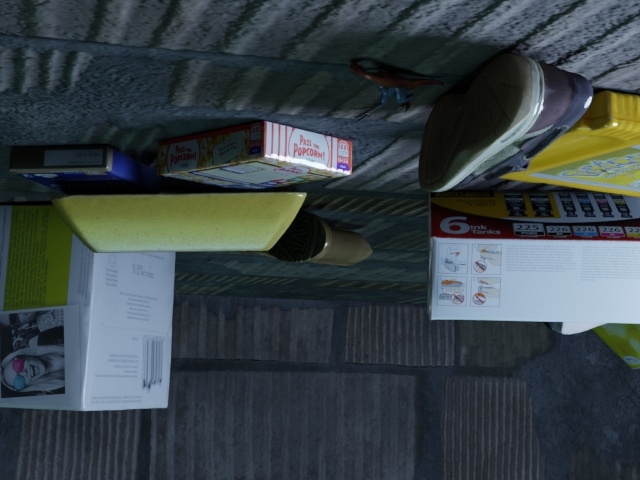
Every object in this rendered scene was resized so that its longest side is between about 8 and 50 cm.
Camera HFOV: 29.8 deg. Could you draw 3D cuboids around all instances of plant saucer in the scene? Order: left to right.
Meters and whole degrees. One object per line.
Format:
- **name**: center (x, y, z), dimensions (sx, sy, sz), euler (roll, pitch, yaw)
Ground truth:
- **plant saucer**: center (-0.192, -0.025, 1.701), dimensions (0.333, 0.081, 0.333), euler (-2, -179, -4)

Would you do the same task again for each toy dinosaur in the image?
- **toy dinosaur**: center (0.062, -0.153, 1.134), dimensions (0.090, 0.047, 0.082), euler (-33, 158, 5)

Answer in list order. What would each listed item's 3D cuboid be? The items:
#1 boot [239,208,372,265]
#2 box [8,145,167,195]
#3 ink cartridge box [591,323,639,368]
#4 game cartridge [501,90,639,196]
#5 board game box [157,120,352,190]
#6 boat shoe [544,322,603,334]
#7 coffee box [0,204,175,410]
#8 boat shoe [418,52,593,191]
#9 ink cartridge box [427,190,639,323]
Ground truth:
- **boot**: center (0.000, 0.000, 2.093), dimensions (0.236, 0.089, 0.270), euler (9, 179, 41)
- **box**: center (-0.305, -0.089, 1.623), dimensions (0.136, 0.036, 0.225), euler (-1, 174, 13)
- **ink cartridge box**: center (0.536, 0.100, 2.122), dimensions (0.307, 0.072, 0.303), euler (41, 164, -6)
- **game cartridge**: center (0.349, -0.101, 1.365), dimensions (0.324, 0.052, 0.285), euler (4, 172, -25)
- **board game box**: center (-0.081, -0.099, 1.461), dimensions (0.193, 0.045, 0.147), euler (-5, 170, 43)
- **boat shoe**: center (0.453, 0.055, 1.909), dimensions (0.341, 0.127, 0.158), euler (-3, -155, -30)
- **coffee box**: center (-0.474, 0.124, 2.112), dimensions (0.334, 0.338, 0.337), euler (0, 172, 16)
- **boat shoe**: center (0.172, -0.105, 1.178), dimensions (0.092, 0.102, 0.285), euler (8, 165, -13)
- **ink cartridge box**: center (0.308, 0.006, 1.727), dimensions (0.310, 0.130, 0.272), euler (1, -159, 4)
